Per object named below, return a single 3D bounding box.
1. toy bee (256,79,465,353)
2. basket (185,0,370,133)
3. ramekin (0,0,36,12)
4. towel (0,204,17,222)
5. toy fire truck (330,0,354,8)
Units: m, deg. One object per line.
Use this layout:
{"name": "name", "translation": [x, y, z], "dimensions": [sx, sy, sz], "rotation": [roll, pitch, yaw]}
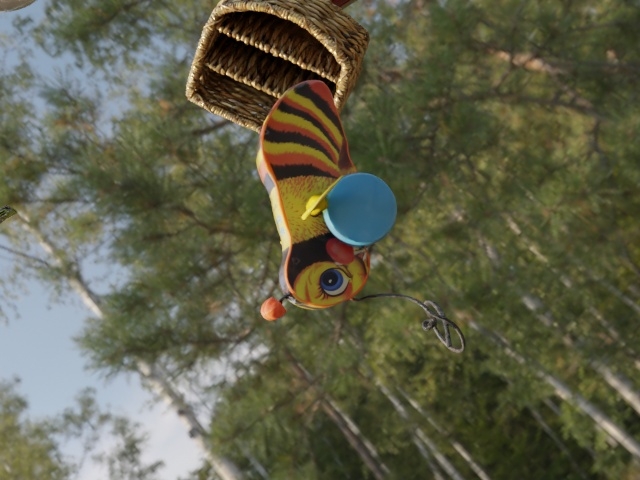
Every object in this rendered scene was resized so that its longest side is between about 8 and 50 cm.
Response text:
{"name": "toy bee", "translation": [0.000, 0.000, 0.777], "dimensions": [0.162, 0.298, 0.195], "rotation": [-27, -24, -14]}
{"name": "basket", "translation": [-0.079, -0.346, 1.537], "dimensions": [0.223, 0.299, 0.213], "rotation": [-62, -3, -32]}
{"name": "ramekin", "translation": [-0.265, -0.287, 0.599], "dimensions": [0.109, 0.207, 0.207], "rotation": [-31, -14, 34]}
{"name": "towel", "translation": [-0.393, -0.011, 0.934], "dimensions": [0.083, 0.009, 0.060], "rotation": [-40, 6, -11]}
{"name": "toy fire truck", "translation": [-0.003, -0.562, 1.554], "dimensions": [0.159, 0.217, 0.246], "rotation": [-26, 8, 24]}
